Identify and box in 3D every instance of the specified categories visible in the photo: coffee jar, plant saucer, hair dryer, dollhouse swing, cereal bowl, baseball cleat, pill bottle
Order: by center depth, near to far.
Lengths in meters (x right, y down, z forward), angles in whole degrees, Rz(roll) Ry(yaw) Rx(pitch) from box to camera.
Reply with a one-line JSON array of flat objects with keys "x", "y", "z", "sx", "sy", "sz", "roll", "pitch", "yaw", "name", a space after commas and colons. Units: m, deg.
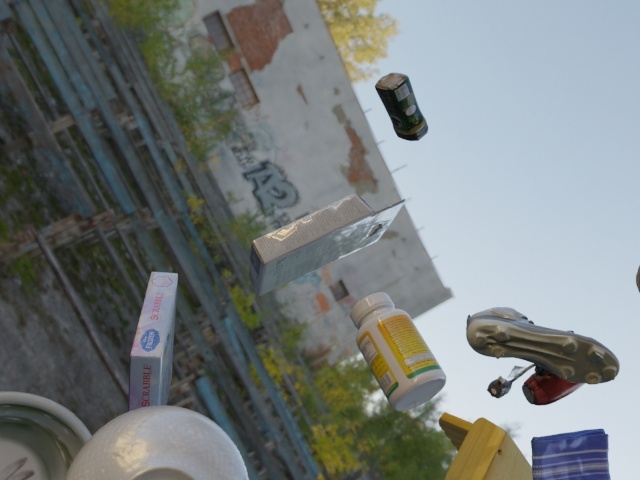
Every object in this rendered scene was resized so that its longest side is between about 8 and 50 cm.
[{"x": 0.305, "y": 0.134, "z": 0.992, "sx": 0.109, "sy": 0.206, "sz": 0.072, "roll": -65, "pitch": 171, "yaw": -67, "name": "baseball cleat"}, {"x": -0.280, "y": 0.459, "z": 1.235, "sx": 0.339, "sy": 0.339, "sz": 0.141, "roll": 62, "pitch": -18, "yaw": 2, "name": "cereal bowl"}, {"x": -0.622, "y": 0.473, "z": 1.350, "sx": 0.100, "sy": 0.400, "sz": 0.400, "roll": 7, "pitch": -55, "yaw": 57, "name": "plant saucer"}, {"x": 0.139, "y": 0.205, "z": 1.360, "sx": 0.208, "sy": 0.118, "sz": 0.117, "roll": 59, "pitch": -11, "yaw": 32, "name": "pill bottle"}, {"x": 0.524, "y": 0.287, "z": 1.566, "sx": 0.223, "sy": 0.293, "sz": 0.080, "roll": -47, "pitch": -126, "yaw": 33, "name": "hair dryer"}, {"x": 0.222, "y": -0.356, "z": 1.929, "sx": 0.096, "sy": 0.079, "sz": 0.184, "roll": 31, "pitch": -24, "yaw": 51, "name": "coffee jar"}, {"x": 0.432, "y": 0.688, "z": 1.967, "sx": 0.305, "sy": 0.315, "sz": 0.347, "roll": -9, "pitch": -57, "yaw": 49, "name": "dollhouse swing"}]

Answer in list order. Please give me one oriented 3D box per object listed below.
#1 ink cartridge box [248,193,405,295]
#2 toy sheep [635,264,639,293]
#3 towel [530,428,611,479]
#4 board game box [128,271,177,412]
[{"x": 0.000, "y": 0.000, "z": 1.594, "sx": 0.071, "sy": 0.330, "sz": 0.324, "roll": 61, "pitch": -14, "yaw": 11, "name": "ink cartridge box"}, {"x": 0.552, "y": 0.065, "z": 1.154, "sx": 0.132, "sy": 0.091, "sz": 0.091, "roll": 41, "pitch": 7, "yaw": -43, "name": "toy sheep"}, {"x": 0.599, "y": 0.617, "z": 1.670, "sx": 0.040, "sy": 0.243, "sz": 0.336, "roll": -23, "pitch": -113, "yaw": 59, "name": "towel"}, {"x": -0.372, "y": 0.285, "z": 1.592, "sx": 0.318, "sy": 0.066, "sz": 0.318, "roll": -99, "pitch": -164, "yaw": -62, "name": "board game box"}]
